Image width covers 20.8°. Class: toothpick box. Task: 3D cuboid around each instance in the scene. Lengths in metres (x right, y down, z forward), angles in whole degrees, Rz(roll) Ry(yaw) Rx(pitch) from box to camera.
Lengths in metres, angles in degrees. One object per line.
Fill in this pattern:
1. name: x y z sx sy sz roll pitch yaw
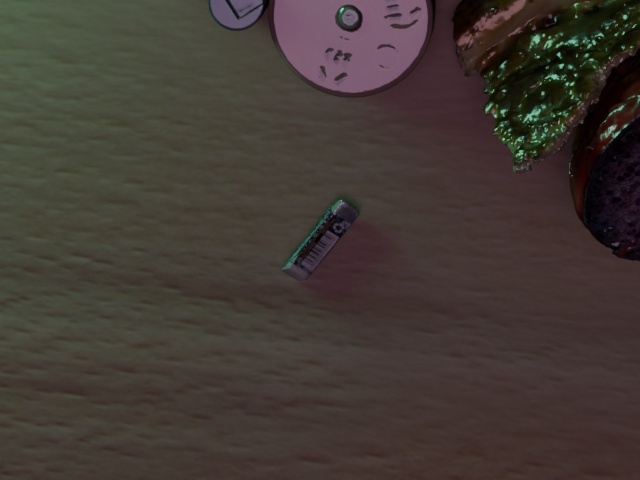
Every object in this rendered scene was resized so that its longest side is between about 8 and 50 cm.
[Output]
1. toothpick box: -0.072 -0.224 1.598 0.052 0.083 0.052 2 108 5

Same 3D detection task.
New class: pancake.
1. pancake: 0.219 -0.171 1.524 0.266 0.244 0.057 -8 142 37

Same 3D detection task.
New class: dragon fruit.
1. dragon fruit: 0.316 -0.102 1.582 0.224 0.148 0.218 -26 134 4

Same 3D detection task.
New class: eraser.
1. eraser: 0.000 0.000 1.696 0.027 0.019 0.099 32 108 -19

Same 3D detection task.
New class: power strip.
1. power strip: 0.030 -0.208 1.596 0.154 0.078 0.154 1 107 5
